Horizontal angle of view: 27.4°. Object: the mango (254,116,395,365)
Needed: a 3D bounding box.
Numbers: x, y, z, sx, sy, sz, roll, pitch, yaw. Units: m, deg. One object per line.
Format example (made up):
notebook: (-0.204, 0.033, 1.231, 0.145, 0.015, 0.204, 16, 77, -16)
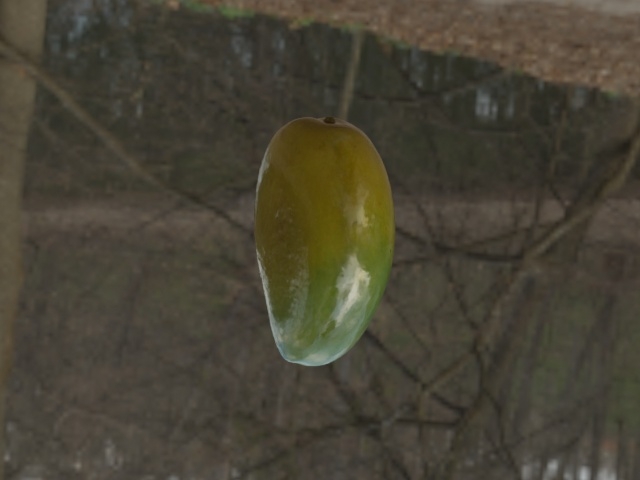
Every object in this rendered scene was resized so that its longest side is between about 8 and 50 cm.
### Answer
mango: (0.000, 0.000, 1.013, 0.092, 0.194, 0.130, 12, 175, -42)
